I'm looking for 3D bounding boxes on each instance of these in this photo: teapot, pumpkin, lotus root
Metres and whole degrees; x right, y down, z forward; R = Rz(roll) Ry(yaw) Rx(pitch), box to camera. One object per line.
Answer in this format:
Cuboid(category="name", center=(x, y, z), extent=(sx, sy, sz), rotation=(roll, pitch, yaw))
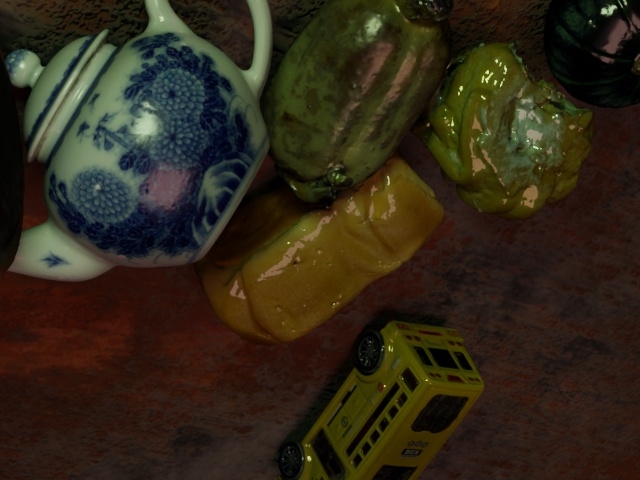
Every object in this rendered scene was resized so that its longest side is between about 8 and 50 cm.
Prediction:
Cuboid(category="teapot", center=(-0.203, -0.114, 1.687), extent=(0.280, 0.252, 0.424), rotation=(32, 93, -7))
Cuboid(category="pumpkin", center=(0.360, -0.243, 1.923), extent=(0.202, 0.140, 0.202), rotation=(-14, 138, -13))
Cuboid(category="lotus root", center=(0.050, -0.181, 1.802), extent=(0.173, 0.173, 0.309), rotation=(11, 126, -37))

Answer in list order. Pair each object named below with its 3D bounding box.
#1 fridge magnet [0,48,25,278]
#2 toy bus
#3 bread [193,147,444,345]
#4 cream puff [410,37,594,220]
Cuboid(category="fridge magnet", center=(-0.369, -0.091, 1.495), extent=(0.155, 0.363, 0.363), rotation=(-7, 138, 3))
Cuboid(category="toy bus", center=(0.079, 0.267, 2.271), extent=(0.145, 0.151, 0.331), rotation=(9, 126, -38))
Cuboid(category="bread", center=(0.000, 0.000, 1.976), extent=(0.294, 0.132, 0.167), rotation=(-33, 132, 7))
Cuboid(category="cream puff", center=(0.201, -0.125, 1.928), extent=(0.195, 0.195, 0.221), rotation=(-43, 117, 16))
